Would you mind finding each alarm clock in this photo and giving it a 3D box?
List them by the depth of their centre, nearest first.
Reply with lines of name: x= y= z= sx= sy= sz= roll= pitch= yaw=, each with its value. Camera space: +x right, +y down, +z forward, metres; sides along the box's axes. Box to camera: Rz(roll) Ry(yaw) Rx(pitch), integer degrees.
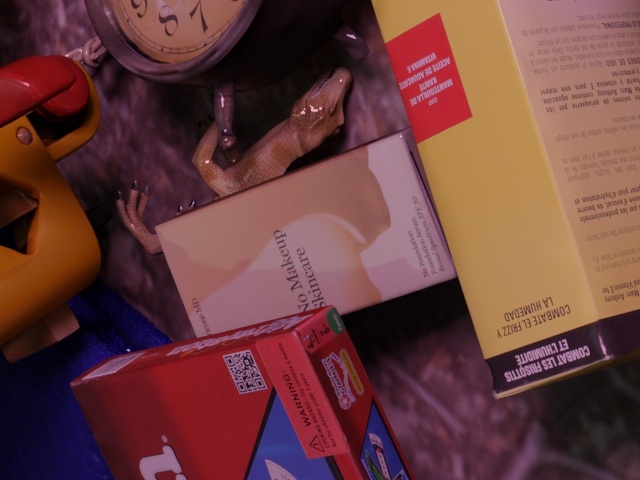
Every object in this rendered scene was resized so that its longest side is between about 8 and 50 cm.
alarm clock: x=-0.047 y=-0.139 z=0.747 sx=0.129 sy=0.064 sz=0.192 roll=-53 pitch=55 yaw=32

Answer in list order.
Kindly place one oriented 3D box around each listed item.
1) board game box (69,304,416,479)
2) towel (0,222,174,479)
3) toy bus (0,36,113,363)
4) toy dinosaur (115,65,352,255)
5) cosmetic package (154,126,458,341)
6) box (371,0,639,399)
board game box: x=0.009 y=0.166 z=0.723 sx=0.145 sy=0.027 sz=0.281 roll=-16 pitch=102 yaw=48
towel: x=-0.150 y=0.142 z=0.912 sx=0.227 sy=0.076 sz=0.308 roll=35 pitch=124 yaw=33
toy bus: x=-0.144 y=0.002 z=0.765 sx=0.104 sy=0.202 sz=0.191 roll=60 pitch=179 yaw=-6
toy dinosaur: x=-0.039 y=0.006 z=0.779 sx=0.092 sy=0.053 sz=0.183 roll=32 pitch=120 yaw=37
cosmetic package: x=0.000 y=0.000 z=0.713 sx=0.115 sy=0.041 sz=0.060 roll=-21 pitch=93 yaw=27
box: x=0.068 y=-0.070 z=0.626 sx=0.058 sy=0.087 sz=0.232 roll=-23 pitch=82 yaw=47
